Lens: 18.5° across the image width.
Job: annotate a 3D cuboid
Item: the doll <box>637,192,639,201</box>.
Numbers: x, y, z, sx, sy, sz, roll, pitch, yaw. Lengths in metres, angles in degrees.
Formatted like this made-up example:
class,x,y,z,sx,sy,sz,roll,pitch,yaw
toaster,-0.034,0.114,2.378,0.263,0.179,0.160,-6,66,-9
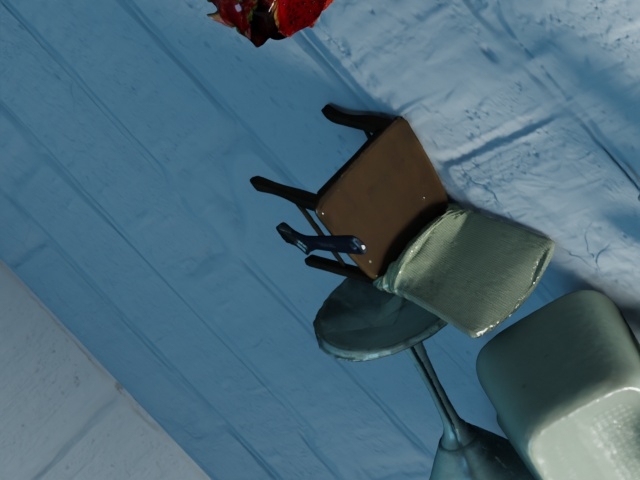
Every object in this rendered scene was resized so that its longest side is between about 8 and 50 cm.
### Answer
class,x,y,z,sx,sy,sz,roll,pitch,yaw
doll,0.398,0.034,1.815,0.258,0.153,0.195,34,180,27

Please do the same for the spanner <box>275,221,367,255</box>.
class,x,y,z,sx,sy,sz,roll,pitch,yaw
spanner,0.000,0.000,2.228,0.046,0.012,0.208,47,164,-19

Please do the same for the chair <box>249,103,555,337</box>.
class,x,y,z,sx,sy,sz,roll,pitch,yaw
chair,0.089,-0.027,2.248,0.319,0.160,0.186,20,149,52

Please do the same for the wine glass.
class,x,y,z,sx,sy,sz,roll,pitch,yaw
wine glass,0.166,0.224,2.466,0.267,0.267,0.406,16,139,50

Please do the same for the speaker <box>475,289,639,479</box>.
class,x,y,z,sx,sy,sz,roll,pitch,yaw
speaker,0.344,0.270,2.210,0.406,0.183,0.184,56,-174,-28

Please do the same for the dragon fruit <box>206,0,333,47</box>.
class,x,y,z,sx,sy,sz,roll,pitch,yaw
dragon fruit,-0.075,-0.297,2.063,0.172,0.160,0.166,37,-161,28
